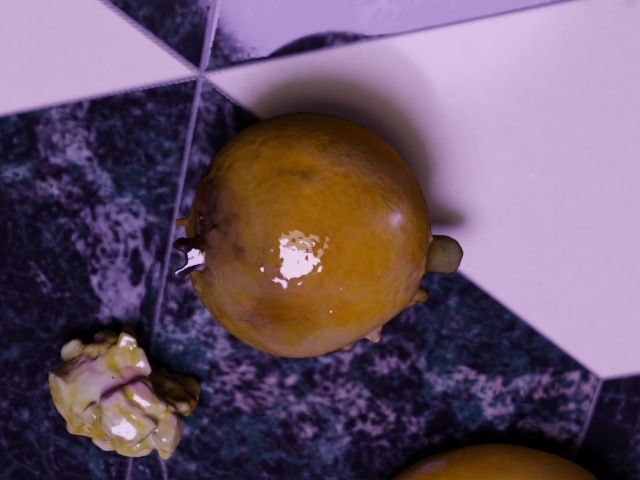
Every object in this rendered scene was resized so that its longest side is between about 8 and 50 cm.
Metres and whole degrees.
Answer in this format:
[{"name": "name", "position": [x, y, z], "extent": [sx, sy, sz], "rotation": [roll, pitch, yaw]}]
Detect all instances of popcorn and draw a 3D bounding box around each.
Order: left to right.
[{"name": "popcorn", "position": [-0.150, 0.118, 1.395], "extent": [0.109, 0.089, 0.097], "rotation": [16, 156, 10]}]

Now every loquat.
[{"name": "loquat", "position": [0.000, 0.000, 1.268], "extent": [0.205, 0.149, 0.172], "rotation": [12, 120, -15]}]

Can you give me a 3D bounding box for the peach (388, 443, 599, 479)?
[{"name": "peach", "position": [0.132, 0.267, 1.403], "extent": [0.251, 0.153, 0.251], "rotation": [-2, 110, -6]}]
